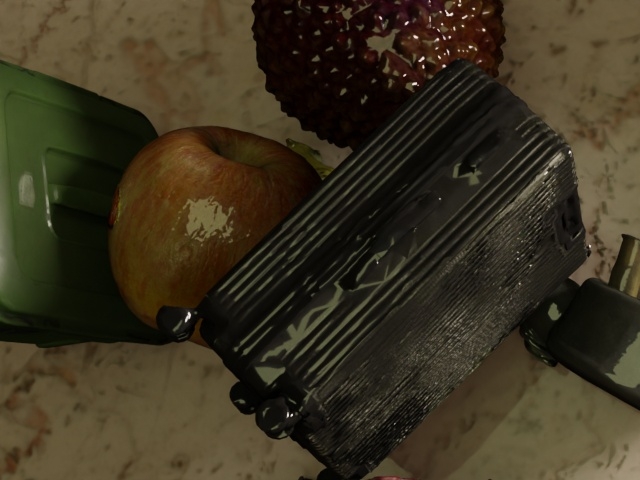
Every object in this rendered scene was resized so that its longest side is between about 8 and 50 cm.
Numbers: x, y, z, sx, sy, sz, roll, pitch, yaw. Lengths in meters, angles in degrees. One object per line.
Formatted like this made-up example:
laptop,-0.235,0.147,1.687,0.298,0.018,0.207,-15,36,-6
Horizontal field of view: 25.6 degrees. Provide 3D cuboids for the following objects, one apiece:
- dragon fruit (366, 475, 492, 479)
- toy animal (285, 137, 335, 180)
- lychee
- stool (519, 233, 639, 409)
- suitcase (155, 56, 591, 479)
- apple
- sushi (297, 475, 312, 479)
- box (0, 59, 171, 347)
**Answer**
dragon fruit,0.097,0.287,1.253,0.211,0.282,0.147,-37,44,41
toy animal,0.000,0.000,1.403,0.136,0.073,0.181,17,98,27
lychee,0.061,-0.187,1.295,0.271,0.271,0.271,-3,79,17
stool,0.275,0.073,1.250,0.228,0.153,0.139,30,90,20
suitcase,0.060,0.033,1.179,0.335,0.229,0.152,-44,64,-7
apple,-0.093,-0.003,1.299,0.211,0.211,0.188,27,111,20
sushi,-0.025,0.286,1.347,0.084,0.098,0.094,-21,94,16
box,-0.289,-0.019,1.361,0.177,0.328,0.253,-12,76,24
